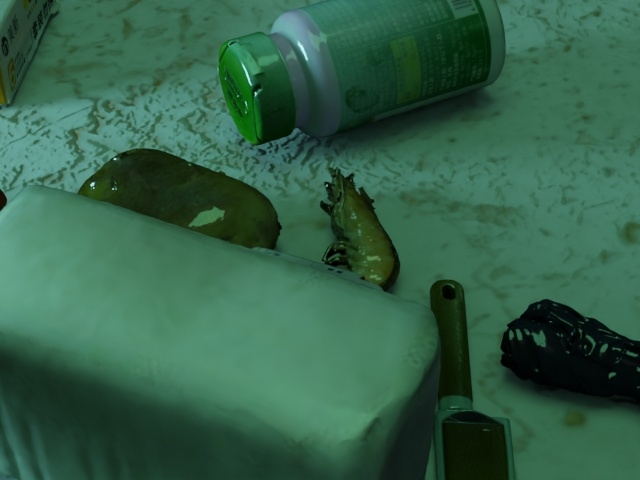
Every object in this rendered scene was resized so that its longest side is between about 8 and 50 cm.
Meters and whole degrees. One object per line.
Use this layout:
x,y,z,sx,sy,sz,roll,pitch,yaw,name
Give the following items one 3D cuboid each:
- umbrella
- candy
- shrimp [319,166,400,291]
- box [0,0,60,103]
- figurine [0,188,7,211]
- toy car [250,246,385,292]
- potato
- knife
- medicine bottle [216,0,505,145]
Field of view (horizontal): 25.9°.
0.265,0.103,1.101,0.248,0.071,0.071,15,43,17,umbrella
-0.094,0.111,1.001,0.358,0.208,0.145,18,45,22,candy
0.000,0.001,1.265,0.124,0.034,0.178,-16,46,-6,shrimp
-0.450,-0.243,1.529,0.273,0.091,0.221,3,39,7,box
-0.390,0.002,1.156,0.323,0.196,0.320,14,36,34,figurine
0.009,0.076,1.130,0.209,0.089,0.108,15,40,24,toy car
-0.134,-0.029,1.254,0.200,0.081,0.164,18,48,28,potato
0.119,0.146,1.088,0.061,0.027,0.343,3,40,0,knife
0.039,-0.183,1.399,0.274,0.133,0.133,-18,42,-19,medicine bottle
